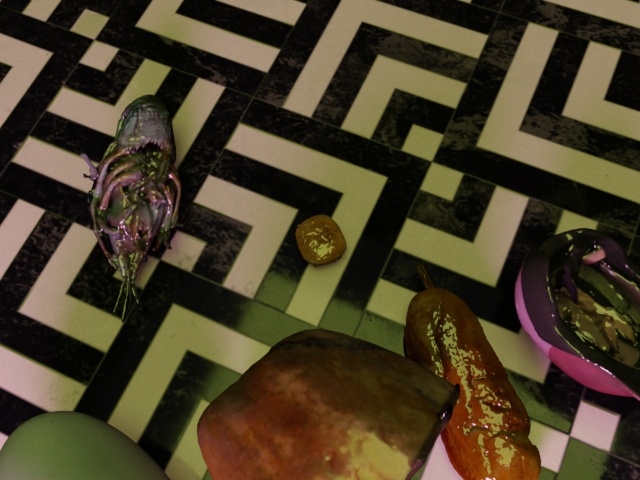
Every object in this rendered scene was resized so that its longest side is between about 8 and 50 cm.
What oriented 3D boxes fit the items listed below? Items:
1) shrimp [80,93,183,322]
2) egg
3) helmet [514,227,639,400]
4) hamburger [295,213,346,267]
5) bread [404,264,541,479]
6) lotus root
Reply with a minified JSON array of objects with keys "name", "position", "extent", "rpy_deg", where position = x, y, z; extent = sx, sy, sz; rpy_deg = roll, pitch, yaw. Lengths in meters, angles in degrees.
[{"name":"shrimp","position":[-0.303,-0.068,1.055],"extent":[0.172,0.137,0.371],"rpy_deg":[17,57,-32]},{"name":"egg","position":[-0.274,0.371,0.838],"extent":[0.230,0.230,0.371],"rpy_deg":[-35,63,-10]},{"name":"helmet","position":[0.373,0.110,0.947],"extent":[0.198,0.154,0.253],"rpy_deg":[-32,87,-30]},{"name":"hamburger","position":[0.000,0.000,1.071],"extent":[0.076,0.044,0.083],"rpy_deg":[-30,72,-8]},{"name":"bread","position":[0.199,0.185,0.960],"extent":[0.124,0.084,0.343],"rpy_deg":[-18,67,-4]},{"name":"lotus root","position":[0.013,0.243,0.845],"extent":[0.250,0.316,0.316],"rpy_deg":[36,74,22]}]
